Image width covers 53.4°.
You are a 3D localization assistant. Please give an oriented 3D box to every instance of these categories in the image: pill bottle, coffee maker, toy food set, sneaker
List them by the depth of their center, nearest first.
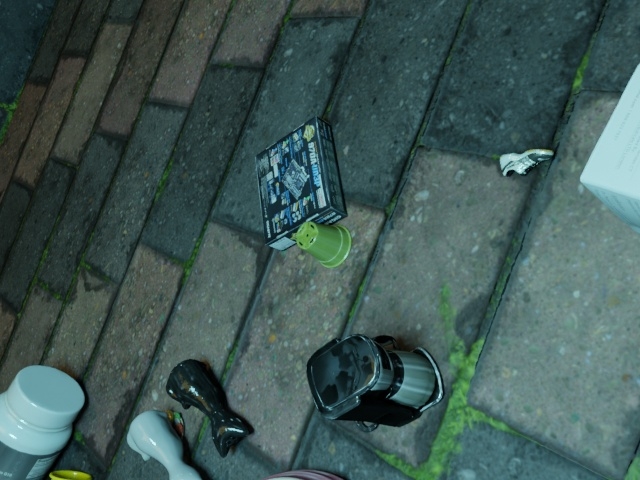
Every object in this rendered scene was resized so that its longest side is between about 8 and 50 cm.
[{"bbox_3d":[0.068,0.222,0.938,0.120,0.178,0.171,42,103,44],"label":"coffee maker"},{"bbox_3d":[0.311,-0.115,0.954,0.083,0.032,0.036,-7,83,46],"label":"sneaker"},{"bbox_3d":[-0.314,0.400,1.331,0.083,0.020,0.083,4,77,43],"label":"toy food set"},{"bbox_3d":[-0.743,0.496,1.559,0.361,0.204,0.204,-55,46,12],"label":"pill bottle"}]

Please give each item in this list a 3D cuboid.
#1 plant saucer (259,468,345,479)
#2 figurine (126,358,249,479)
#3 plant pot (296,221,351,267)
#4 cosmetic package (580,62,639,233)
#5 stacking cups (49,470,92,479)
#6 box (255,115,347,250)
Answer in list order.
[{"bbox_3d":[-0.067,0.482,0.929,0.332,0.084,0.332,-19,37,15],"label":"plant saucer"},{"bbox_3d":[-0.253,0.376,1.228,0.214,0.092,0.209,-52,52,2],"label":"figurine"},{"bbox_3d":[0.000,0.000,1.156,0.083,0.079,0.083,-18,62,37],"label":"plant pot"},{"bbox_3d":[0.493,-0.036,0.625,0.385,0.217,0.156,28,94,43],"label":"cosmetic package"},{"bbox_3d":[-0.599,0.689,1.429,0.096,0.096,0.316,-1,74,42],"label":"stacking cups"},{"bbox_3d":[-0.044,-0.112,1.259,0.175,0.051,0.220,-29,56,32],"label":"box"}]
